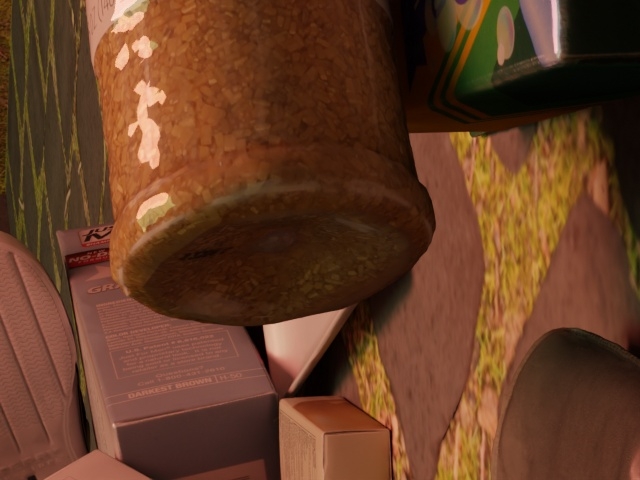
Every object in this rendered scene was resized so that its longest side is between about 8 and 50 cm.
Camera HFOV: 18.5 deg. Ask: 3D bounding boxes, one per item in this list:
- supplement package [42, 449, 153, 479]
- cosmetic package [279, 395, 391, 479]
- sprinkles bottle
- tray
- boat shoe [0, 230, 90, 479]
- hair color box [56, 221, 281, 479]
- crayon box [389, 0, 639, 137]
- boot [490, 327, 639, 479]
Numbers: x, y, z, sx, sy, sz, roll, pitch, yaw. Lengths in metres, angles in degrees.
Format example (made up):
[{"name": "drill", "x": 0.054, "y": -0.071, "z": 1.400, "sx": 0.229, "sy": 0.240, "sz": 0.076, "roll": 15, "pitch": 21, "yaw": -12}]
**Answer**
[{"name": "supplement package", "x": -0.091, "y": 0.250, "z": 1.147, "sx": 0.244, "sy": 0.134, "sz": 0.139, "roll": 23, "pitch": 124, "yaw": 32}, {"name": "cosmetic package", "x": 0.008, "y": 0.130, "z": 1.159, "sx": 0.115, "sy": 0.041, "sz": 0.060, "roll": -154, "pitch": 63, "yaw": -75}, {"name": "sprinkles bottle", "x": -0.041, "y": -0.149, "z": 0.774, "sx": 0.121, "sy": 0.121, "sz": 0.355, "roll": 113, "pitch": 151, "yaw": -61}, {"name": "tray", "x": 0.000, "y": 0.000, "z": 1.188, "sx": 0.270, "sy": 0.030, "sz": 0.145, "roll": 120, "pitch": 146, "yaw": -66}, {"name": "boat shoe", "x": -0.248, "y": 0.115, "z": 1.533, "sx": 0.119, "sy": 0.121, "sz": 0.335, "roll": -119, "pitch": 17, "yaw": -51}, {"name": "hair color box", "x": -0.106, "y": 0.127, "z": 1.420, "sx": 0.374, "sy": 0.113, "sz": 0.185, "roll": -124, "pitch": 25, "yaw": -67}, {"name": "crayon box", "x": 0.067, "y": -0.150, "z": 0.761, "sx": 0.323, "sy": 0.083, "sz": 0.203, "roll": 170, "pitch": 97, "yaw": -77}, {"name": "boot", "x": 0.109, "y": 0.125, "z": 0.662, "sx": 0.208, "sy": 0.076, "sz": 0.190, "roll": 179, "pitch": 102, "yaw": -70}]
